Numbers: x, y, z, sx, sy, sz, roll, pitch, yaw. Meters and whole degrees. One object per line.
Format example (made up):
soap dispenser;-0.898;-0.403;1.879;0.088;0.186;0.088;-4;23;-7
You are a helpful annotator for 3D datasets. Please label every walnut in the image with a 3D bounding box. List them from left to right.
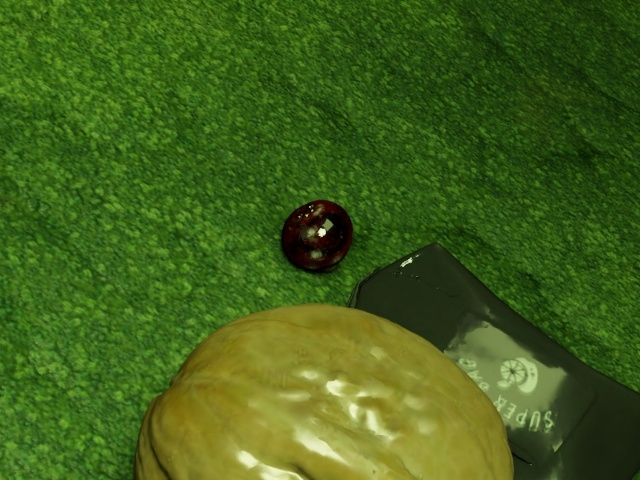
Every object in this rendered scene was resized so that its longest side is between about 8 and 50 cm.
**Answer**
walnut;0.004;0.198;1.286;0.313;0.252;0.277;30;38;8

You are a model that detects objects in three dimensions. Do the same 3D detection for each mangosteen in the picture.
mangosteen;-0.001;-0.003;1.664;0.081;0.081;0.081;20;38;-17

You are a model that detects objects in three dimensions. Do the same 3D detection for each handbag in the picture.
handbag;0.142;0.186;1.510;0.342;0.152;0.288;35;52;3
